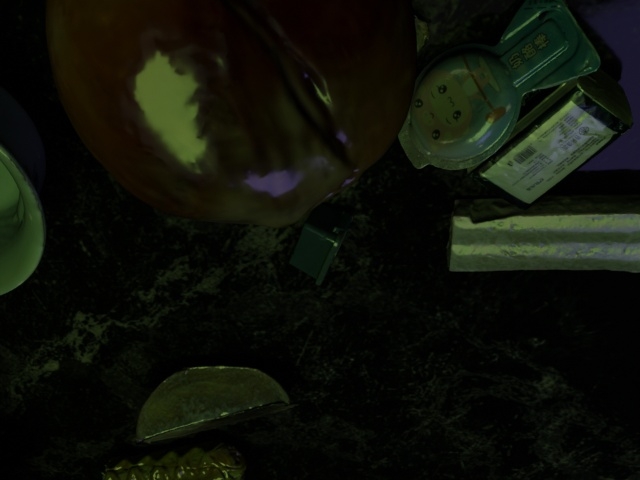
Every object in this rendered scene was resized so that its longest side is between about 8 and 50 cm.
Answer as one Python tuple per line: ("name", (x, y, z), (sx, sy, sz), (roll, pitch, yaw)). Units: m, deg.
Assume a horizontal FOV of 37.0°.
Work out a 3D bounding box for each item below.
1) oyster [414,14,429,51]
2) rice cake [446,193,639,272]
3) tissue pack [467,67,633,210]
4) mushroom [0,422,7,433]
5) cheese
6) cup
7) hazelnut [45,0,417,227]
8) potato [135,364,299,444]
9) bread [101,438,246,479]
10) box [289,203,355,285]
("oyster", (0.081, -0.239, 1.060), (0.083, 0.019, 0.054), (24, 133, -15))
("rice cake", (0.307, -0.008, 1.211), (0.298, 0.050, 0.106), (0, 132, 10))
("tissue pack", (0.255, -0.124, 1.086), (0.103, 0.090, 0.170), (29, 133, -24))
("mushroom", (-0.684, 0.408, 1.644), (0.362, 0.294, 0.362), (32, 162, 12))
("cheese", (0.181, -0.167, 1.051), (0.245, 0.135, 0.052), (-37, 161, 32))
("cup", (-0.487, -0.098, 1.189), (0.347, 0.163, 0.347), (4, 133, 5))
("hazelnut", (-0.080, -0.193, 0.919), (0.373, 0.372, 0.315), (18, 172, -7))
("potato", (-0.165, 0.245, 1.519), (0.261, 0.100, 0.120), (-15, 168, 4))
("bread", (-0.252, 0.406, 1.665), (0.270, 0.098, 0.087), (-14, 170, 21))
("box", (0.000, 0.000, 1.261), (0.054, 0.074, 0.099), (27, 132, 4))
